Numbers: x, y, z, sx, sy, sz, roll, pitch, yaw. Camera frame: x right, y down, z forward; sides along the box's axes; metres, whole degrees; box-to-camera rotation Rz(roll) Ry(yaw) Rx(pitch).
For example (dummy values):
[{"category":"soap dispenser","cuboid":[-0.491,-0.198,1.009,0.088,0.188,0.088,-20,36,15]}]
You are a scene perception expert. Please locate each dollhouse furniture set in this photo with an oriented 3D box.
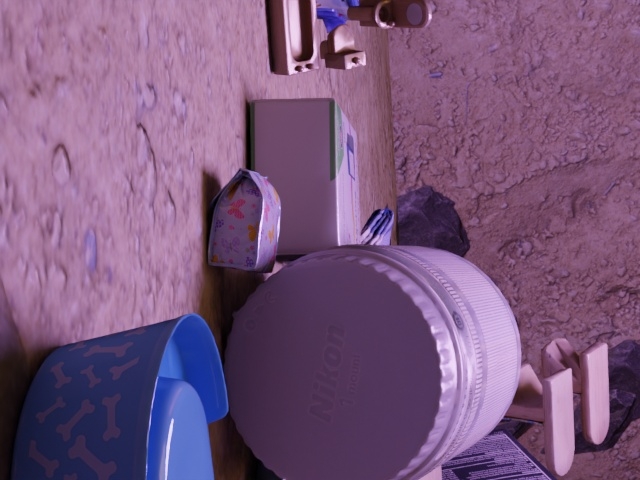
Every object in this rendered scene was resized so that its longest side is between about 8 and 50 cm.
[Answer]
[{"category":"dollhouse furniture set","cuboid":[0.173,0.297,1.582,0.394,0.362,0.256,-18,107,-53]},{"category":"dollhouse furniture set","cuboid":[0.039,-0.259,1.208,0.151,0.123,0.144,-19,113,-41]}]

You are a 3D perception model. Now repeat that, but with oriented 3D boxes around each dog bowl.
[{"category":"dog bowl","cuboid":[-0.095,0.182,0.590,0.166,0.074,0.297,-72,160,-67]}]

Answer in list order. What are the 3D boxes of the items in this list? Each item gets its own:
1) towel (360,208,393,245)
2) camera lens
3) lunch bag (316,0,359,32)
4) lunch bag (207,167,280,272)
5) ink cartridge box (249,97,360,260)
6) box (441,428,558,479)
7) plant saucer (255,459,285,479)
[{"category":"towel","cuboid":[0.029,0.107,1.328,0.285,0.034,0.209,-52,151,-53]},{"category":"camera lens","cuboid":[0.058,0.113,1.033,0.274,0.219,0.219,2,87,-68]},{"category":"lunch bag","cuboid":[0.024,-0.396,1.426,0.303,0.115,0.243,-36,126,-79]},{"category":"lunch bag","cuboid":[-0.063,-0.016,0.930,0.071,0.053,0.083,16,82,-80]},{"category":"ink cartridge box","cuboid":[-0.012,-0.055,1.166,0.212,0.093,0.154,36,53,-83]},{"category":"box","cuboid":[0.229,0.462,1.785,0.294,0.296,0.182,-138,-137,-70]},{"category":"plant saucer","cuboid":[-0.039,0.258,1.116,0.195,0.037,0.194,-2,90,-82]}]
